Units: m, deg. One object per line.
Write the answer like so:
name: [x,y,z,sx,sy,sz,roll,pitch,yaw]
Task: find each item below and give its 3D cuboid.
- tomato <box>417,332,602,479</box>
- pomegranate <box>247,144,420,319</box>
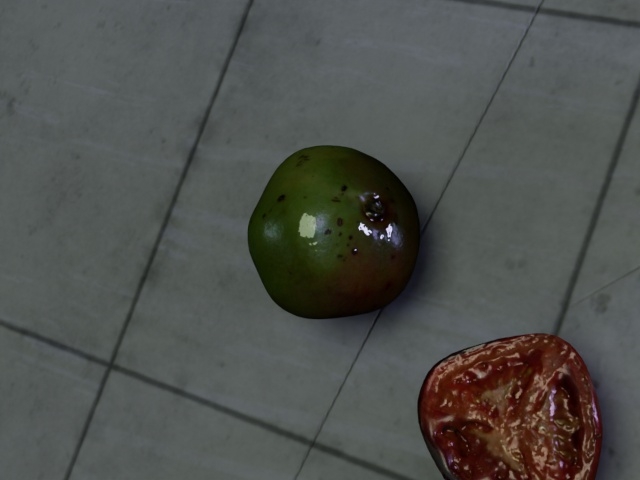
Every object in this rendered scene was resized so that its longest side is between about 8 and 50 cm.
tomato: [0.181,0.180,1.198,0.166,0.082,0.174,-19,60,19]
pomegranate: [0.000,0.000,1.328,0.209,0.180,0.180,-20,60,56]
